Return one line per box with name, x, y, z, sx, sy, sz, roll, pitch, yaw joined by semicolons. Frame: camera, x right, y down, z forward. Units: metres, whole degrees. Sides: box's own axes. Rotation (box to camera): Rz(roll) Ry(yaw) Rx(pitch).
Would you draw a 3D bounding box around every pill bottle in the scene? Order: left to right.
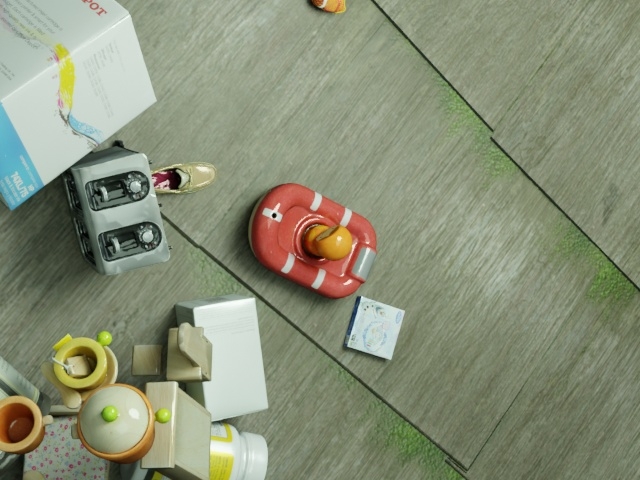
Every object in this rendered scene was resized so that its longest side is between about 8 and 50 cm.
pill bottle;-0.196;0.338;1.660;0.208;0.119;0.119;14;85;-23

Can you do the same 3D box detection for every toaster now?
toaster;-0.307;-0.051;1.578;0.110;0.185;0.168;-16;106;-21

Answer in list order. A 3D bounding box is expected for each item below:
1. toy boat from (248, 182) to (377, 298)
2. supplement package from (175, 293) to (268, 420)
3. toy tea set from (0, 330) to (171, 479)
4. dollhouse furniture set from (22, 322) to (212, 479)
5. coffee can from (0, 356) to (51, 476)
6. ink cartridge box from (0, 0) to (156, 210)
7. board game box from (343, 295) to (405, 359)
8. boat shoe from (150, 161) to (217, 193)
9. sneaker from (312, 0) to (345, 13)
toy boat;0.000;0.000;1.722;0.231;0.151;0.151;26;80;-23
supplement package;-0.157;0.182;1.681;0.105;0.105;0.179;-9;94;-24
toy tea set;-0.356;0.260;1.324;0.200;0.124;0.336;41;73;17
dollhouse furniture set;-0.349;0.267;1.507;0.355;0.174;0.303;-3;67;10
coffee can;-0.539;0.202;1.457;0.275;0.201;0.201;47;73;-17
ink cartridge box;-0.403;-0.227;1.471;0.270;0.197;0.198;-40;64;-18
board game box;0.093;0.151;1.839;0.090;0.020;0.090;20;83;-23
boat shoe;-0.222;-0.096;1.677;0.135;0.045;0.050;-14;97;-23
sneaker;0.028;-0.467;1.783;0.067;0.064;0.175;13;91;-44
